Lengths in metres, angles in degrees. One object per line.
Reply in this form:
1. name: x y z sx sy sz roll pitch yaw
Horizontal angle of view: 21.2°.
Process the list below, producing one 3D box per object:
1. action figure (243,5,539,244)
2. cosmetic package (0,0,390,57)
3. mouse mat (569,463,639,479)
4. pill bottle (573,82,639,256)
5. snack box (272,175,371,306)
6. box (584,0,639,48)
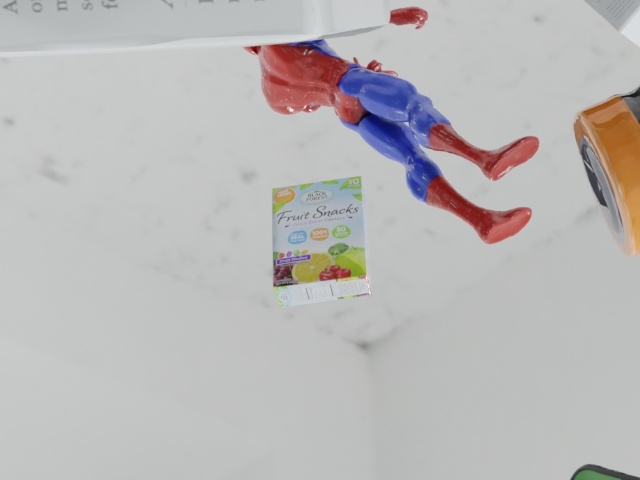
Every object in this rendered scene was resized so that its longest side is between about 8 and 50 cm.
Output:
1. action figure: 0.061 -0.109 1.232 0.280 0.139 0.091 33 -44 34
2. cosmetic package: -0.171 -0.151 0.538 0.365 0.155 0.197 0 -81 10
3. mouse mat: 0.167 0.201 0.876 0.189 0.007 0.153 7 -101 61
4. pill bottle: 0.266 -0.073 0.939 0.245 0.130 0.130 -21 -135 0
5. snack box: 0.000 0.000 1.800 0.100 0.037 0.141 -7 -132 6
6. box: 0.288 -0.289 1.745 0.170 0.130 0.091 46 -76 19
